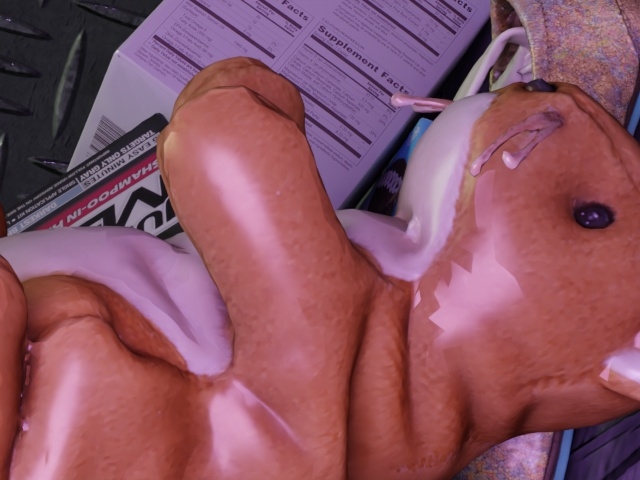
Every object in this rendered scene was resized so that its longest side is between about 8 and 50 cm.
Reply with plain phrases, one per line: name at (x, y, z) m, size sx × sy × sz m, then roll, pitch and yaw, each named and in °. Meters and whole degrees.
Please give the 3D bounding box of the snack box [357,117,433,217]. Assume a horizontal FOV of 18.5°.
snack box at (0.035, 0.066, 1.501) m, size 0.322 × 0.060 × 0.187 m, roll 124°, pitch 160°, yaw -58°

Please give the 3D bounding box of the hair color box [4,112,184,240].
hair color box at (-0.095, 0.078, 1.228) m, size 0.185 × 0.113 × 0.374 m, roll -33°, pitch 36°, yaw -5°

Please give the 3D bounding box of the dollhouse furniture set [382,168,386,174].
dollhouse furniture set at (-0.016, -0.112, 1.755) m, size 0.182 × 0.161 × 0.101 m, roll 127°, pitch 156°, yaw -64°

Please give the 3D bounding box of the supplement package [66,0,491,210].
supplement package at (-0.031, -0.115, 1.516) m, size 0.262 × 0.198 × 0.199 m, roll -53°, pitch -2°, yaw -34°

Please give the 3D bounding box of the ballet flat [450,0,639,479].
ballet flat at (0.100, 0.012, 1.111) m, size 0.123 × 0.123 × 0.348 m, roll 156°, pitch 129°, yaw -76°

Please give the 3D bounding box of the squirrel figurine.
squirrel figurine at (0.012, 0.104, 0.948) m, size 0.281 × 0.371 × 0.397 m, roll -166°, pitch 64°, yaw -78°
